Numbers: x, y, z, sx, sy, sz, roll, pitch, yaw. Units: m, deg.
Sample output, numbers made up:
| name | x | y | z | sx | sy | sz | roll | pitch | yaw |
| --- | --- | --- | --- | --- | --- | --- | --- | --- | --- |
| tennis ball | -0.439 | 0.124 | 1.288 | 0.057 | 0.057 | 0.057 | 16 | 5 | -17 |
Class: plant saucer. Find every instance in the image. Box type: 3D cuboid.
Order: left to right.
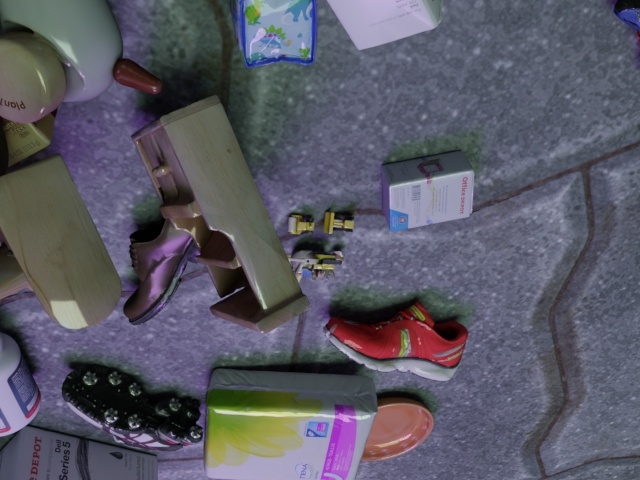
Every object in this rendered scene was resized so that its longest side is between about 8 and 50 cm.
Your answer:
| name | x | y | z | sx | sy | sz | roll | pitch | yaw |
| --- | --- | --- | --- | --- | --- | --- | --- | --- | --- |
| plant saucer | 0.129 | 0.377 | 1.396 | 0.199 | 0.037 | 0.200 | -8 | 133 | -8 |

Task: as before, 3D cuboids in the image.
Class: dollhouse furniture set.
| name | x | y | z | sx | sy | sz | roll | pitch | yaw |
| --- | --- | --- | --- | --- | --- | --- | --- | --- | --- |
| dollhouse furniture set | -0.254 | 0.044 | 0.744 | 0.394 | 0.362 | 0.257 | -28 | 103 | -24 |

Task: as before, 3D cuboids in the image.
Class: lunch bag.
| name | x | y | z | sx | sy | sz | roll | pitch | yaw |
| --- | --- | --- | --- | --- | --- | --- | --- | --- | --- |
| lunch bag | -0.052 | -0.272 | 0.699 | 0.096 | 0.129 | 0.151 | -5 | 134 | -10 |

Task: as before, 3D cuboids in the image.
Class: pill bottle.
| name | x | y | z | sx | sy | sz | roll | pitch | yaw |
| --- | --- | --- | --- | --- | --- | --- | --- | --- | --- |
| pill bottle | -0.495 | 0.200 | 1.029 | 0.107 | 0.108 | 0.180 | -7 | 132 | -8 |

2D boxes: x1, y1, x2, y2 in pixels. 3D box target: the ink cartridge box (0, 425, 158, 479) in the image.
| name | x | y | z | sx | sy | sz | roll | pitch | yaw |
| --- | --- | --- | --- | --- | --- | --- | --- | --- | --- |
| ink cartridge box | -0.434 | 0.469 | 1.225 | 0.272 | 0.198 | 0.115 | 26 | 120 | -33 |

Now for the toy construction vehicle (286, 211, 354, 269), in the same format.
| name | x | y | z | sx | sy | sz | roll | pitch | yaw |
| --- | --- | --- | --- | --- | --- | --- | --- | --- | --- |
| toy construction vehicle | 0.000 | 0.000 | 0.998 | 0.098 | 0.035 | 0.086 | 7 | 92 | -12 |

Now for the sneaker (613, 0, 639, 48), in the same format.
| name | x | y | z | sx | sy | sz | roll | pitch | yaw |
| --- | --- | --- | --- | --- | --- | --- | --- | --- | --- |
| sneaker | 0.450 | -0.243 | 0.890 | 0.221 | 0.083 | 0.087 | 24 | 130 | -27 |

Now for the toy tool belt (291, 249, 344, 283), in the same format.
| name | x | y | z | sx | sy | sz | roll | pitch | yaw |
| --- | --- | --- | --- | --- | --- | --- | --- | --- | --- |
| toy tool belt | -0.004 | 0.044 | 1.046 | 0.083 | 0.051 | 0.052 | 2 | 168 | -14 |

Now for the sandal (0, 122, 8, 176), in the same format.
| name | x | y | z | sx | sy | sz | roll | pitch | yaw |
| --- | --- | --- | --- | --- | --- | --- | --- | --- | --- |
| sandal | -0.367 | -0.153 | 0.643 | 0.079 | 0.088 | 0.240 | 2 | 132 | -1 |

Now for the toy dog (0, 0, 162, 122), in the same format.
| name | x | y | z | sx | sy | sz | roll | pitch | yaw |
| --- | --- | --- | --- | --- | --- | --- | --- | --- | --- |
| toy dog | -0.226 | -0.256 | 0.638 | 0.160 | 0.220 | 0.334 | 10 | 142 | 6 |

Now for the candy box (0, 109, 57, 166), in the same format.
| name | x | y | z | sx | sy | sz | roll | pitch | yaw |
| --- | --- | --- | --- | --- | --- | --- | --- | --- | --- |
| candy box | -0.480 | -0.121 | 0.754 | 0.316 | 0.088 | 0.183 | -25 | 131 | 9 |

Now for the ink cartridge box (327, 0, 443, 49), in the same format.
| name | x | y | z | sx | sy | sz | roll | pitch | yaw |
| --- | --- | --- | --- | --- | --- | --- | --- | --- | --- |
| ink cartridge box | 0.034 | -0.314 | 0.639 | 0.092 | 0.160 | 0.219 | -9 | 144 | 28 |

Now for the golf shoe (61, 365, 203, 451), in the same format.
| name | x | y | z | sx | sy | sz | roll | pitch | yaw |
| --- | --- | --- | --- | --- | --- | --- | --- | --- | --- |
| golf shoe | -0.331 | 0.306 | 1.174 | 0.120 | 0.105 | 0.273 | -35 | 130 | 27 |

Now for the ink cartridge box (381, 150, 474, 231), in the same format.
| name | x | y | z | sx | sy | sz | roll | pitch | yaw |
| --- | --- | --- | --- | --- | --- | --- | --- | --- | --- |
| ink cartridge box | 0.152 | -0.070 | 0.986 | 0.122 | 0.052 | 0.089 | -10 | 133 | -4 |

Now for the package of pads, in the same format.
| name | x | y | z | sx | sy | sz | roll | pitch | yaw |
| --- | --- | --- | --- | --- | --- | --- | --- | --- | --- |
| package of pads | -0.062 | 0.343 | 1.254 | 0.296 | 0.101 | 0.229 | 5 | 130 | -7 |

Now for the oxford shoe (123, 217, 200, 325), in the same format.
| name | x | y | z | sx | sy | sz | roll | pitch | yaw |
| --- | --- | --- | --- | --- | --- | --- | --- | --- | --- |
| oxford shoe | -0.231 | 0.026 | 0.968 | 0.096 | 0.083 | 0.227 | 27 | 116 | -18 |

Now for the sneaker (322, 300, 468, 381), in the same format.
| name | x | y | z | sx | sy | sz | roll | pitch | yaw |
| --- | --- | --- | --- | --- | --- | --- | --- | --- | --- |
| sneaker | 0.132 | 0.153 | 1.173 | 0.279 | 0.107 | 0.118 | 14 | 108 | -29 |
